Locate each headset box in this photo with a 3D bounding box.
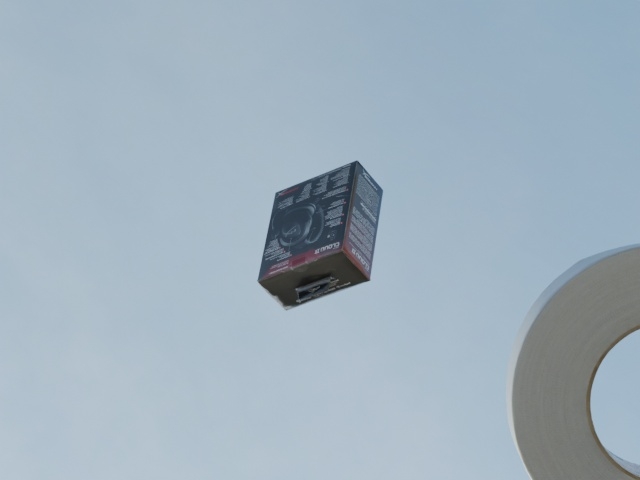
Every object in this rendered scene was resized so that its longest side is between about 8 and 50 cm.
[{"bbox_3d":[0.000,0.000,1.031,0.062,0.083,0.032,-21,-50,29],"label":"headset box"}]

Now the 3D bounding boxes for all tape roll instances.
[{"bbox_3d":[0.240,0.109,1.223,0.219,0.072,0.219,0,-88,2],"label":"tape roll"}]
